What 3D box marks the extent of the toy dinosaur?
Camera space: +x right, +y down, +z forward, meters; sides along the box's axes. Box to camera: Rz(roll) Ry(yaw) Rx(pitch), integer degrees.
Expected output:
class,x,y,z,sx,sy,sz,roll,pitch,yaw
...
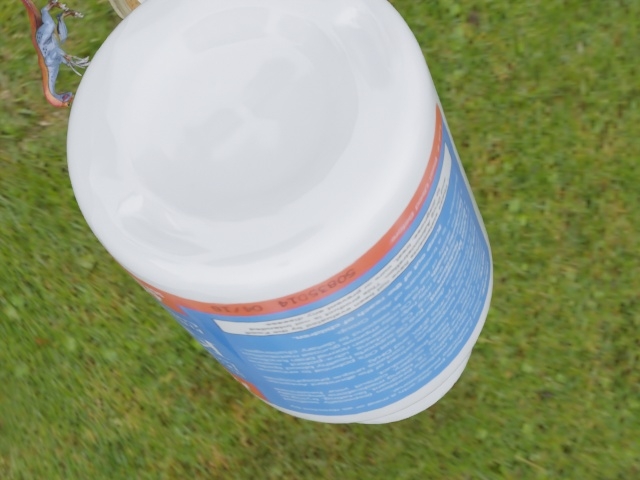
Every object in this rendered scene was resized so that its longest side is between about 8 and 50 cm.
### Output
class,x,y,z,sx,sy,sz,roll,pitch,yaw
toy dinosaur,-0.220,-0.153,1.168,0.090,0.047,0.082,17,86,20

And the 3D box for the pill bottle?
class,x,y,z,sx,sy,sz,roll,pitch,yaw
pill bottle,0.000,0.000,0.546,0.124,0.221,0.124,-6,66,13

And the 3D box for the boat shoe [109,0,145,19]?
class,x,y,z,sx,sy,sz,roll,pitch,yaw
boat shoe,-0.153,-0.335,1.236,0.113,0.103,0.302,18,61,-43
